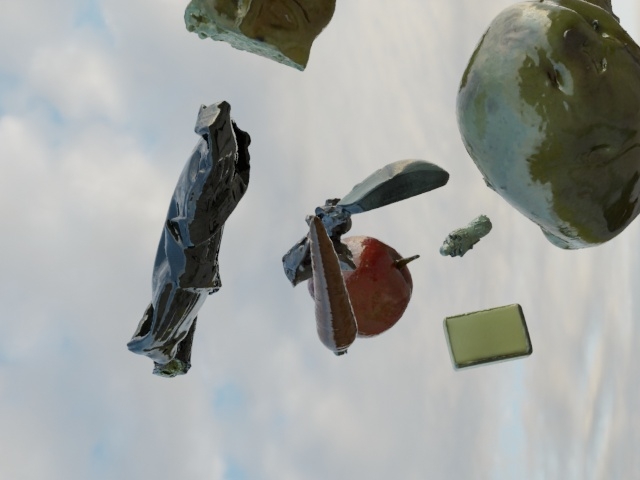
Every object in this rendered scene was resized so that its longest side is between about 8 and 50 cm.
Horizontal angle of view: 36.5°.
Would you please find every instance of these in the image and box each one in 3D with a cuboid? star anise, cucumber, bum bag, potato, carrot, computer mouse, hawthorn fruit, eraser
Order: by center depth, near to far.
[{"bbox_3d":[-0.136,-0.004,1.073,0.142,0.079,0.326,-62,-7,-68],"label":"bum bag"},{"bbox_3d":[0.280,-0.117,1.089,0.351,0.202,0.218,60,-140,-42],"label":"potato"},{"bbox_3d":[0.018,0.080,1.542,0.336,0.069,0.069,82,-157,-47],"label":"carrot"},{"bbox_3d":[-0.242,0.118,1.711,0.067,0.067,0.245,40,-126,-59],"label":"cucumber"},{"bbox_3d":[0.118,-0.099,1.717,0.113,0.229,0.068,173,79,-74],"label":"computer mouse"},{"bbox_3d":[0.357,0.209,2.082,0.058,0.172,0.117,84,175,-69],"label":"eraser"},{"bbox_3d":[0.003,-0.001,2.229,0.110,0.257,0.199,11,-104,-28],"label":"star anise"},{"bbox_3d":[0.137,0.112,2.650,0.287,0.330,0.287,38,-146,-32],"label":"hawthorn fruit"}]

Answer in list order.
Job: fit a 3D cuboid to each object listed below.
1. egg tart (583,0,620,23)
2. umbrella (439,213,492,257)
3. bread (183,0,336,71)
[{"bbox_3d":[0.472,-0.546,1.950,0.132,0.345,0.345,-60,-17,21],"label":"egg tart"},{"bbox_3d":[0.330,-0.006,2.215,0.143,0.062,0.067,-31,-30,-17],"label":"umbrella"},{"bbox_3d":[-0.079,-0.416,1.538,0.196,0.238,0.252,17,-91,-71],"label":"bread"}]
